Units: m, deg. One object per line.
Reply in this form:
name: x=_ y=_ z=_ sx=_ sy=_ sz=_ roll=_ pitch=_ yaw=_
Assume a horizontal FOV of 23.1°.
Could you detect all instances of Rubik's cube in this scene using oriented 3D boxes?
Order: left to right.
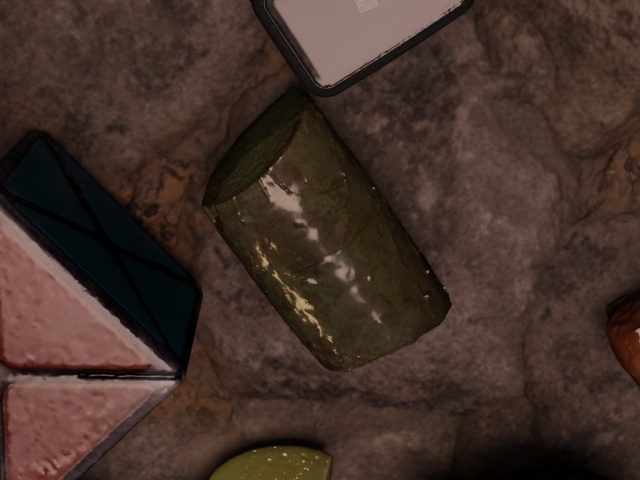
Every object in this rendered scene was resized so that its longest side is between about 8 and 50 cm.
Rubik's cube: x=-0.287 y=0.080 z=1.492 sx=0.255 sy=0.260 sz=0.259 roll=-42 pitch=105 yaw=10

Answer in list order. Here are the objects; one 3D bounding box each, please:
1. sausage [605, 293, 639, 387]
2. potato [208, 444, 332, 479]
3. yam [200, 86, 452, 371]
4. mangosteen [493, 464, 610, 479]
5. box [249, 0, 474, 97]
sausage: x=0.459 y=0.211 z=1.685 sx=0.419 sy=0.094 sz=0.094 roll=42 pitch=132 yaw=-17
potato: x=-0.064 y=0.272 z=1.697 sx=0.149 sy=0.081 sz=0.120 roll=17 pitch=78 yaw=7
yam: x=0.000 y=0.000 z=1.541 sx=0.161 sy=0.161 sz=0.268 roll=-34 pitch=110 yaw=9
mangosteen: x=0.230 y=0.388 z=1.628 sx=0.330 sy=0.330 sz=0.330 roll=-1 pitch=110 yaw=-3
box: x=0.039 y=-0.240 z=1.490 sx=0.201 sy=0.090 sz=0.144 roll=-31 pitch=109 yaw=8
